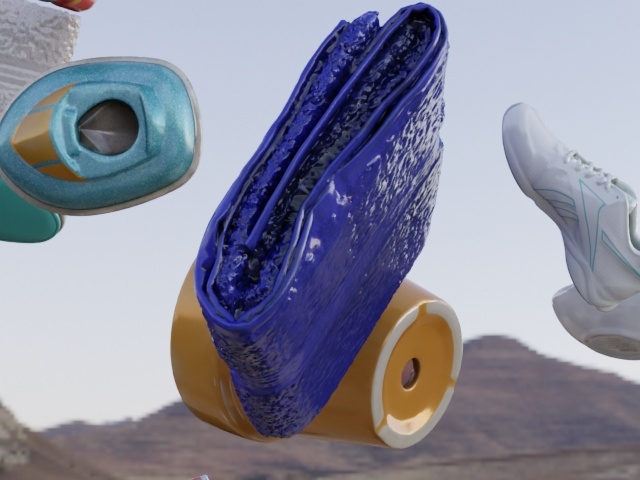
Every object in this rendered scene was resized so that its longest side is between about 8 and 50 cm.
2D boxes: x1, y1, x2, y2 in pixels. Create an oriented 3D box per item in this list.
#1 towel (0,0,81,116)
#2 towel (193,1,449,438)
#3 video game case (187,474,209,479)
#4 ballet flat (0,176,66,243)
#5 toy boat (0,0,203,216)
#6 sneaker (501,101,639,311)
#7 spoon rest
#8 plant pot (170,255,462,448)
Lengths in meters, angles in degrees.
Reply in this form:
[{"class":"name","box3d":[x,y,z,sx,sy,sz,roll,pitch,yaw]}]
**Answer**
[{"class":"towel","box3d":[-0.462,-0.240,1.644,0.282,0.187,0.049,15,-2,6]},{"class":"towel","box3d":[0.000,0.000,0.833,0.076,0.228,0.308,30,-17,14]},{"class":"video game case","box3d":[-0.244,0.431,1.563,0.285,0.204,0.025,-17,-13,-10]},{"class":"ballet flat","box3d":[-0.565,-0.104,1.864,0.400,0.139,0.139,14,-18,-27]},{"class":"toy boat","box3d":[-0.289,-0.189,1.524,0.267,0.318,0.148,-13,-4,8]},{"class":"sneaker","box3d":[0.176,-0.031,0.844,0.061,0.152,0.053,-33,-3,37]},{"class":"spoon rest","box3d":[0.354,0.067,1.232,0.276,0.084,0.137,-3,-28,43]},{"class":"plant pot","box3d":[0.009,0.088,1.083,0.188,0.205,0.205,15,-1,38]}]
